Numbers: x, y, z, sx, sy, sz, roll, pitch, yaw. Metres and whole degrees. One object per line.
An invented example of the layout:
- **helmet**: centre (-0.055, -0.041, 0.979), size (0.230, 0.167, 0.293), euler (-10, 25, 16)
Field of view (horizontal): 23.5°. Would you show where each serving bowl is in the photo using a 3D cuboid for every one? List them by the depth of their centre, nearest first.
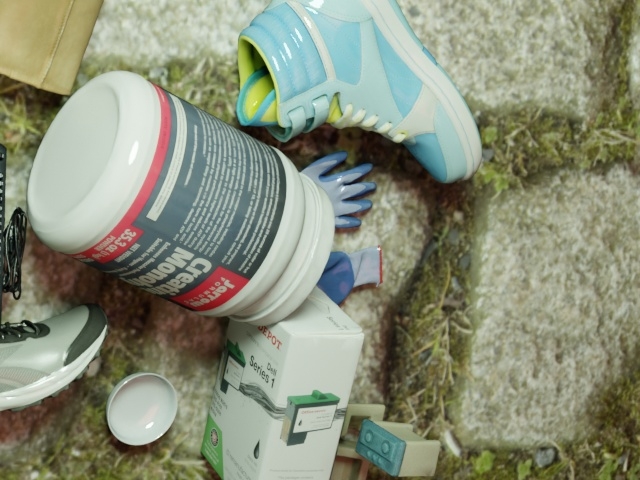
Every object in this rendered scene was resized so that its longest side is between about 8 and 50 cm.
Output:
- **serving bowl**: centre (-0.199, 0.181, 1.687), size (0.083, 0.027, 0.083), euler (-10, 110, -28)

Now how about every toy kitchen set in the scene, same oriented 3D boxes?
- **toy kitchen set**: centre (0.029, 0.301, 1.780), size (0.122, 0.166, 0.207), euler (5, 101, -33)

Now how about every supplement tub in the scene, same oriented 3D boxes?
- **supplement tub**: centre (-0.139, -0.036, 1.558), size (0.272, 0.191, 0.191), euler (27, 90, -35)

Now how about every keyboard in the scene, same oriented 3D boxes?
- **keyboard**: centre (-0.318, -0.008, 1.506), size (0.100, 0.038, 0.192), euler (13, 76, -62)

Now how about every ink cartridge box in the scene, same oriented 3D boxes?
- **ink cartridge box**: centre (-0.045, 0.168, 1.684), size (0.093, 0.160, 0.219), euler (3, 109, -28)

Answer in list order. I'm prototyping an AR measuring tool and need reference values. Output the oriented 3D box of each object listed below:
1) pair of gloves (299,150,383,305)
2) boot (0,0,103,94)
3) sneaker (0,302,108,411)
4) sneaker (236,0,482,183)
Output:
- **pair of gloves**: centre (0.000, 0.000, 1.759), size (0.159, 0.023, 0.198), euler (-14, 110, -26)
- **boot**: centre (-0.212, -0.270, 1.515), size (0.236, 0.089, 0.269), euler (20, 96, -31)
- **sneaker**: centre (-0.338, 0.120, 1.544), size (0.272, 0.100, 0.108), euler (-24, 110, -24)
- **sneaker**: centre (0.027, -0.144, 1.672), size (0.208, 0.127, 0.319), euler (-44, 113, -15)
